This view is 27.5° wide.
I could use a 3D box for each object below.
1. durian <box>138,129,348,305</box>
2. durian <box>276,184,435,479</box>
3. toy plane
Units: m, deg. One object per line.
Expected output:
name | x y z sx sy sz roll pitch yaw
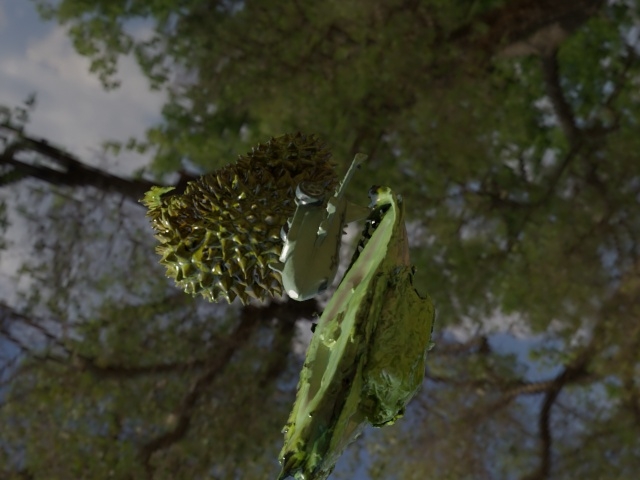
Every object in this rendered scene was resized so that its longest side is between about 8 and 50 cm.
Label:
durian | -0.084 -0.018 1.531 0.200 0.237 0.176 64 -165 -59
durian | 0.039 0.105 1.173 0.107 0.132 0.375 34 -128 -22
toy plane | -0.003 -0.001 0.573 0.033 0.080 0.083 25 -143 3
